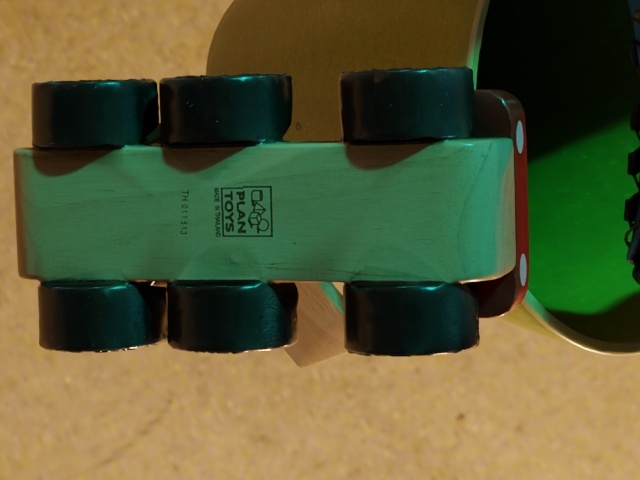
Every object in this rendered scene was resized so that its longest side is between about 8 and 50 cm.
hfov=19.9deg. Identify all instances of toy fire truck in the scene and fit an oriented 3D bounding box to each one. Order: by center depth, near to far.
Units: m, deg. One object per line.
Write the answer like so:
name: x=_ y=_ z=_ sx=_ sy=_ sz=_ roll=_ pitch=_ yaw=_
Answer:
toy fire truck: x=0.000 y=0.000 z=0.865 sx=0.217 sy=0.158 sz=0.246 roll=-1 pitch=-175 yaw=18

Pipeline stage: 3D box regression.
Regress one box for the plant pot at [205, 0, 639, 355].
plant pot: x=0.075 y=-0.087 z=1.068 sx=0.275 sy=0.293 sz=0.274 roll=-6 pitch=99 yaw=-42

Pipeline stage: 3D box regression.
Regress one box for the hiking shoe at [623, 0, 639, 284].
hiking shoe: x=0.198 y=-0.034 z=0.866 sx=0.132 sy=0.113 sz=0.304 roll=-52 pitch=135 yaw=-19
